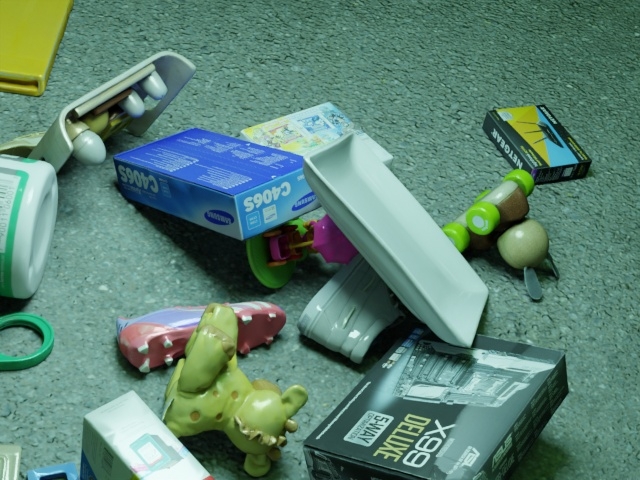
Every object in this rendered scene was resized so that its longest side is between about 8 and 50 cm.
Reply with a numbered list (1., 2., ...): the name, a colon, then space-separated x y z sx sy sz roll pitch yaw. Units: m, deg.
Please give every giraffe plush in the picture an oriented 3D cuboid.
1. giraffe plush: -0.112 0.211 1.565 0.171 0.181 0.210 25 39 -8

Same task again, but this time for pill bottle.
1. pill bottle: -0.575 -0.043 1.688 0.361 0.204 0.204 10 41 -3

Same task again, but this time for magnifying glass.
1. magnifying glass: -0.476 0.161 1.623 0.231 0.026 0.092 -21 51 -35

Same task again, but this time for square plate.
1. square plate: 0.114 -0.006 1.760 0.347 0.049 0.344 50 16 0

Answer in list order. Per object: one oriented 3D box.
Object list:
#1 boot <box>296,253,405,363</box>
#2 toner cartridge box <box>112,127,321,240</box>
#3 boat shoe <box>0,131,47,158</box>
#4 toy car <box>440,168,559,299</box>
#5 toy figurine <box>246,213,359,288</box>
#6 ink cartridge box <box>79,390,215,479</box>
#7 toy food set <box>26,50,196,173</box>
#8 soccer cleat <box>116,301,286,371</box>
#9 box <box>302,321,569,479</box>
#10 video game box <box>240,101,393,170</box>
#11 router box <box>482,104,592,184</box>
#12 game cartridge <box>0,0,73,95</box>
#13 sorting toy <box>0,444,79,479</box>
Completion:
1. boot: 0.078 0.086 1.810 0.123 0.095 0.258 33 51 10
2. toner cartridge box: -0.163 -0.095 1.842 0.165 0.075 0.348 -25 28 -32
3. boat shoe: -0.489 -0.151 1.955 0.135 0.050 0.045 -14 43 -41
4. toy car: 0.317 0.006 1.948 0.188 0.149 0.155 51 47 1
5. toy figurine: 0.000 0.000 1.805 0.159 0.130 0.173 -6 5 32
6. ink cartridge box: -0.197 0.312 1.436 0.078 0.134 0.231 -26 54 -36
7. toy food set: -0.346 -0.167 1.889 0.092 0.220 0.306 50 46 -1
8. soccer cleat: -0.172 0.121 1.705 0.248 0.083 0.095 -13 42 -23
9. box: 0.161 0.239 1.589 0.243 0.076 0.307 9 34 34
10. video game box: -0.009 -0.155 2.078 0.205 0.048 0.187 -22 53 -33
11. router box: 0.404 -0.181 2.211 0.133 0.046 0.179 -9 46 -23
12. game cartridge: -0.626 -0.391 2.194 0.286 0.052 0.323 8 39 -5
13. sorting toy: -0.465 0.314 1.433 0.348 0.047 0.196 3 42 -10
